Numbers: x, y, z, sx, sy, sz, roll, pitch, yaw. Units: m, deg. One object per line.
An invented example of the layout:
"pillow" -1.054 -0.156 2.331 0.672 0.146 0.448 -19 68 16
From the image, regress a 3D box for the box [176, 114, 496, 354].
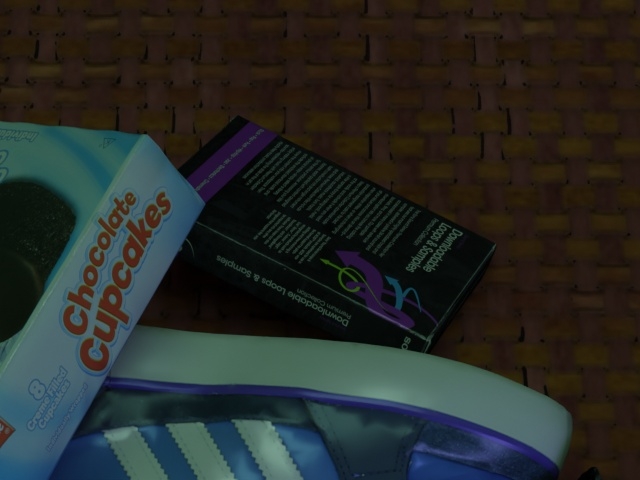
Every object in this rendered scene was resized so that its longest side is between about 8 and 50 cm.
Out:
"box" 0.000 0.000 0.995 0.162 0.029 0.116 26 32 11

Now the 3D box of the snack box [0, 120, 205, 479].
"snack box" -0.223 0.028 0.897 0.322 0.060 0.187 7 59 39

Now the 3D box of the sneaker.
"sneaker" -0.050 0.168 0.902 0.322 0.130 0.236 7 73 -2

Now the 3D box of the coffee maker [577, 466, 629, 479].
"coffee maker" 0.207 0.196 0.909 0.178 0.120 0.171 3 88 0
